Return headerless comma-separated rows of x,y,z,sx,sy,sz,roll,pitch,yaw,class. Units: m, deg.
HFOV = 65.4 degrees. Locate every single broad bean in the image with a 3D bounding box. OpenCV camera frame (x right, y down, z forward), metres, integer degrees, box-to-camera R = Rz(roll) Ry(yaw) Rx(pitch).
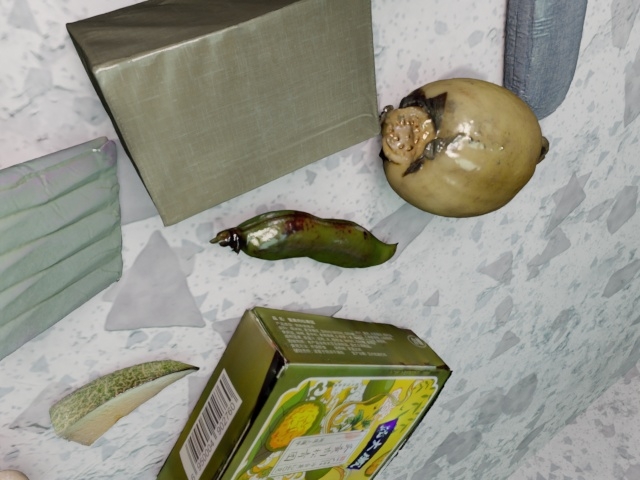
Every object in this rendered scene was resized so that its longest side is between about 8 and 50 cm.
0.000,0.000,0.695,0.339,0.061,0.077,8,124,-38,broad bean

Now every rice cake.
-0.251,0.003,0.460,0.198,0.037,0.189,-61,165,-58,rice cake

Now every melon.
-0.259,0.208,0.676,0.182,0.054,0.098,-33,141,-10,melon

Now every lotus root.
0.218,-0.123,0.693,0.310,0.183,0.182,-4,123,-40,lotus root

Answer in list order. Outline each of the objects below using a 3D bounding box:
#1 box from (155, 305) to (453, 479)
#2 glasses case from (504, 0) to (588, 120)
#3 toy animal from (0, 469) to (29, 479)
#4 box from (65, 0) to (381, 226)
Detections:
-0.018,0.317,0.864,0.420,0.138,0.373,15,111,-42,box
0.315,-0.295,0.697,0.109,0.067,0.282,-27,135,-12,glasses case
-0.448,0.360,0.556,0.247,0.278,0.345,-52,155,-34,toy animal
-0.081,-0.146,0.468,0.231,0.149,0.155,-27,133,-16,box
